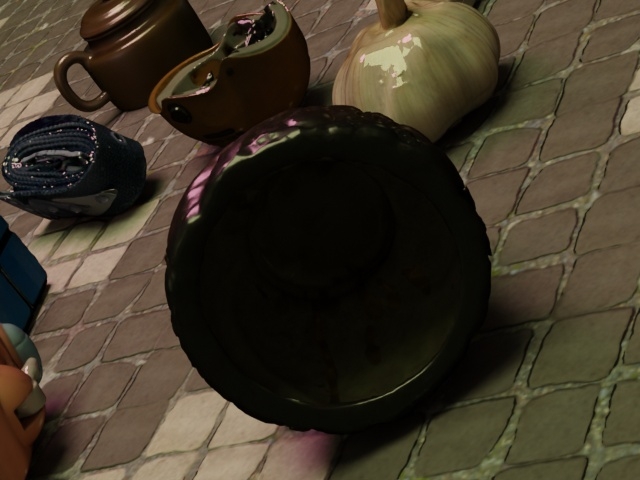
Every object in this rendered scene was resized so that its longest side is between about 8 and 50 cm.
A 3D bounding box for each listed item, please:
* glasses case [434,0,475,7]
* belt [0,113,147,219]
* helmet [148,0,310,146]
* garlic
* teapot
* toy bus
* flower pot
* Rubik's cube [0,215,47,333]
[{"bbox_3d":[0.146,-0.289,1.865,0.081,0.051,0.204,-15,32,37],"label":"glasses case"},{"bbox_3d":[-0.313,-0.091,2.000,0.218,0.128,0.122,0,71,48],"label":"belt"},{"bbox_3d":[-0.099,-0.191,1.897,0.224,0.130,0.198,-24,21,43],"label":"helmet"},{"bbox_3d":[0.080,-0.218,1.623,0.199,0.226,0.199,-22,29,13],"label":"garlic"},{"bbox_3d":[-0.289,-0.306,2.276,0.267,0.175,0.185,-43,24,-17],"label":"teapot"},{"bbox_3d":[-0.392,0.177,1.544,0.232,0.194,0.288,-26,25,-1],"label":"toy bus"},{"bbox_3d":[0.000,0.000,1.316,0.266,0.266,0.267,-32,16,5],"label":"flower pot"},{"bbox_3d":[-0.461,0.060,1.831,0.180,0.183,0.167,-23,27,20],"label":"Rubik's cube"}]
